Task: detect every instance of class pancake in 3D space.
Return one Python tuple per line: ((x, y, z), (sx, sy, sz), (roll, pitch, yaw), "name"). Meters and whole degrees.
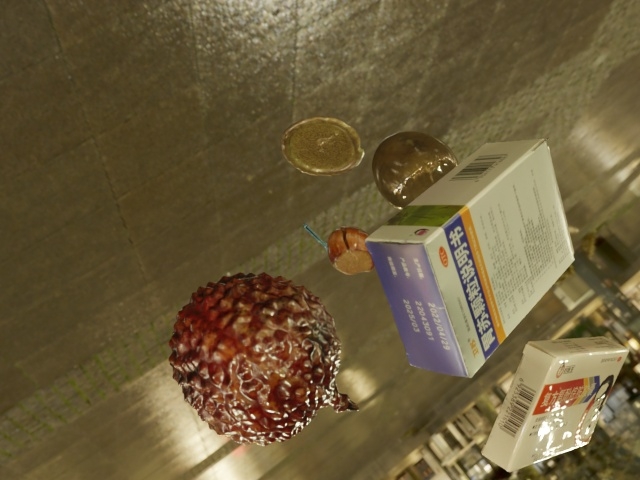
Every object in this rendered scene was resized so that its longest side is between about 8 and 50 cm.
((0.004, -0.208, 1.664), (0.199, 0.199, 0.021), (110, -7, -55), "pancake")

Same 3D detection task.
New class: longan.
((0.193, -0.140, 1.507), (0.167, 0.187, 0.167), (-42, 166, -13), "longan")

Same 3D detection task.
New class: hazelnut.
((0.094, 0.026, 2.115), (0.154, 0.143, 0.143), (8, 146, -8), "hazelnut")

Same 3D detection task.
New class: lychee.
((-0.131, 0.298, 1.813), (0.424, 0.500, 0.424), (-57, 173, -10), "lychee")

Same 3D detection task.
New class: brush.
((0.000, 0.000, 2.297), (0.014, 0.051, 0.164), (-38, 120, 14), "brush")

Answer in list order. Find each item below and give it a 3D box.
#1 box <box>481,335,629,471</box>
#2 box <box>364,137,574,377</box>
((0.436, 0.285, 1.343), (0.353, 0.069, 0.214), (6, 107, -51), "box")
((0.215, 0.014, 1.004), (0.106, 0.200, 0.299), (4, -147, 48), "box")
